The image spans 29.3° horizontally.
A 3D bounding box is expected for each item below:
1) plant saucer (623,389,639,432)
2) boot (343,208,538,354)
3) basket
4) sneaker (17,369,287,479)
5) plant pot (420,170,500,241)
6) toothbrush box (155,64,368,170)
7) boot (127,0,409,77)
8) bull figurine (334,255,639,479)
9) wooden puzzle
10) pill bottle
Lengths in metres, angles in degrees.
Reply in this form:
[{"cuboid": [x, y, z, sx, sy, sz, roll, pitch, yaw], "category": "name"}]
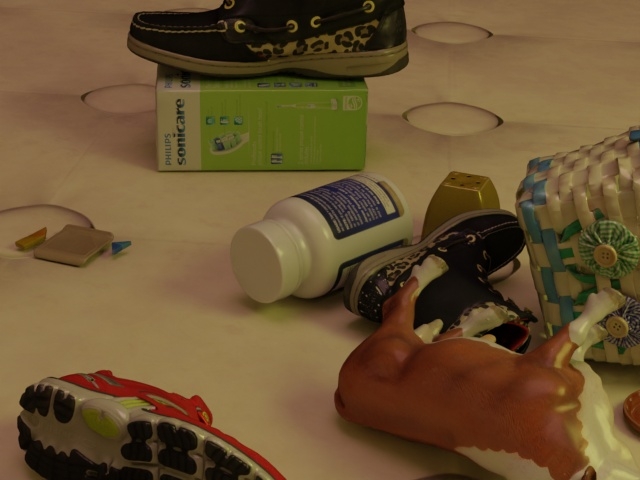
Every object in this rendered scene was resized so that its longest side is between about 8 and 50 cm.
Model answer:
[{"cuboid": [0.317, 0.161, 1.113, 0.083, 0.013, 0.083, 2, 24, -1], "category": "plant saucer"}, {"cuboid": [0.165, 0.054, 1.253, 0.236, 0.085, 0.178, -20, 35, -31], "category": "boot"}, {"cuboid": [0.348, 0.006, 1.185, 0.289, 0.255, 0.201, -12, 19, 14], "category": "basket"}, {"cuboid": [-0.115, 0.162, 0.980, 0.279, 0.107, 0.118, 21, 22, 31], "category": "sneaker"}, {"cuboid": [0.167, -0.034, 1.438, 0.081, 0.083, 0.081, 11, 26, 19], "category": "plant pot"}, {"cuboid": [-0.085, -0.188, 1.707, 0.283, 0.122, 0.206, 0, 26, -6], "category": "toothbrush box"}, {"cuboid": [-0.064, -0.361, 1.598, 0.377, 0.284, 0.138, 4, 27, 2], "category": "boot"}, {"cuboid": [0.154, 0.124, 1.027, 0.310, 0.101, 0.188, 14, 56, 36], "category": "bull figurine"}, {"cuboid": [-0.283, 0.006, 1.404, 0.116, 0.014, 0.078, 14, 32, 24], "category": "wooden puzzle"}, {"cuboid": [0.000, 0.000, 1.319, 0.187, 0.112, 0.112, -20, 33, -40], "category": "pill bottle"}]
